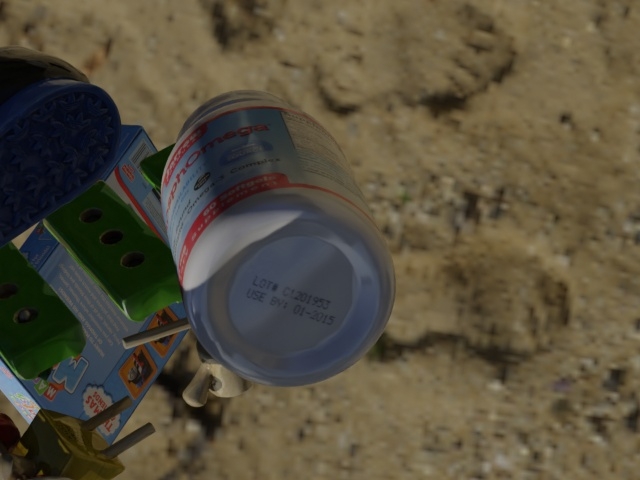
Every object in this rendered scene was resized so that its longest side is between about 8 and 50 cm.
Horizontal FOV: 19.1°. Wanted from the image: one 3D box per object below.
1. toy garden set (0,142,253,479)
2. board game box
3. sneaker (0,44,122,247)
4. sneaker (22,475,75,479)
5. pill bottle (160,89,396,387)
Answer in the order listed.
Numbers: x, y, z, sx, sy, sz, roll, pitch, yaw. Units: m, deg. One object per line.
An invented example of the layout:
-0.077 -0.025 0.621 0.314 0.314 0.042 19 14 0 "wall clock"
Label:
-0.117 0.054 1.045 0.204 0.244 0.049 42 153 45 "toy garden set"
-0.163 0.043 1.426 0.039 0.160 0.211 7 52 37 "board game box"
-0.207 -0.017 0.889 0.090 0.232 0.081 33 146 49 "sneaker"
-0.183 0.213 0.778 0.126 0.127 0.321 53 130 8 "sneaker"
-0.024 -0.009 0.825 0.160 0.087 0.087 -113 45 -64 "pill bottle"
